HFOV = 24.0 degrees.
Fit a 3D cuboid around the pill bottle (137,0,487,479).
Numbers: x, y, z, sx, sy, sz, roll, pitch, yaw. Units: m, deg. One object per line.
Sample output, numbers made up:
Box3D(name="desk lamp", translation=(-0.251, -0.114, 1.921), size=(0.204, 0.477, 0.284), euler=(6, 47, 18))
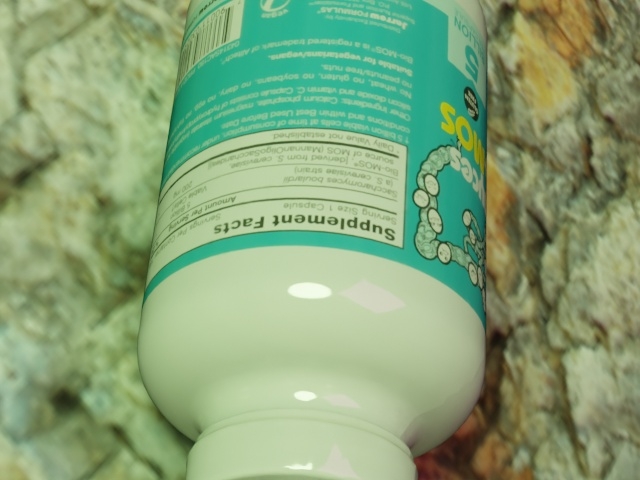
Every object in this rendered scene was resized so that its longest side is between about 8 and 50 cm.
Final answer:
Box3D(name="pill bottle", translation=(0.000, 0.000, 0.657), size=(0.146, 0.146, 0.264), euler=(27, 51, -31))
